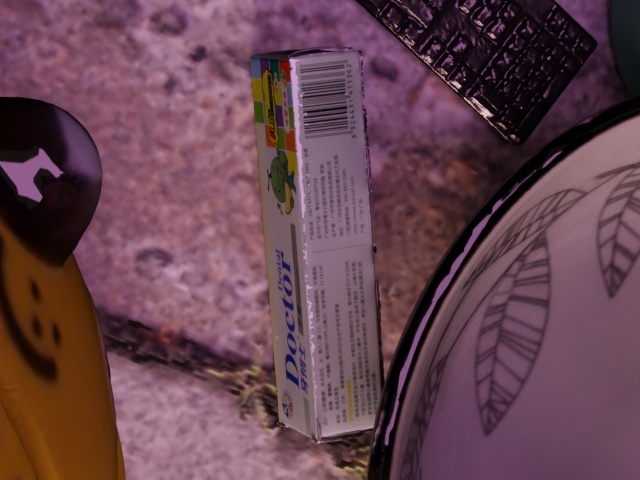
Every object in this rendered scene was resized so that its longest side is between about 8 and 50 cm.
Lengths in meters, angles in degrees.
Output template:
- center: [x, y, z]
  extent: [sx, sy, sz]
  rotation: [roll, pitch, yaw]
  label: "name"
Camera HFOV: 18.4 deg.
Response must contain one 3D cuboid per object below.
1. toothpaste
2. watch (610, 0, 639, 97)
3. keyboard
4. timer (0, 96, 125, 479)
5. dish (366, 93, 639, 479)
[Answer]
- center: [0.000, 0.000, 0.830]
  extent: [0.034, 0.046, 0.164]
  rotation: [-9, 101, -23]
  label: "toothpaste"
- center: [0.248, -0.120, 0.901]
  extent: [0.237, 0.068, 0.195]
  rotation: [-11, 103, -19]
  label: "watch"
- center: [0.034, -0.125, 0.843]
  extent: [0.204, 0.013, 0.061]
  rotation: [40, 83, -22]
  label: "keyboard"
- center: [-0.213, 0.044, 0.620]
  extent: [0.376, 0.376, 0.387]
  rotation: [58, 33, -19]
  label: "timer"
- center: [0.143, 0.081, 0.867]
  extent: [0.316, 0.106, 0.317]
  rotation: [-5, 103, -21]
  label: "dish"
